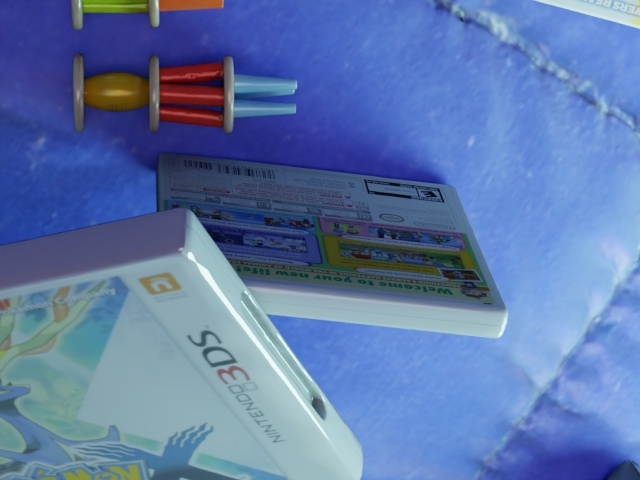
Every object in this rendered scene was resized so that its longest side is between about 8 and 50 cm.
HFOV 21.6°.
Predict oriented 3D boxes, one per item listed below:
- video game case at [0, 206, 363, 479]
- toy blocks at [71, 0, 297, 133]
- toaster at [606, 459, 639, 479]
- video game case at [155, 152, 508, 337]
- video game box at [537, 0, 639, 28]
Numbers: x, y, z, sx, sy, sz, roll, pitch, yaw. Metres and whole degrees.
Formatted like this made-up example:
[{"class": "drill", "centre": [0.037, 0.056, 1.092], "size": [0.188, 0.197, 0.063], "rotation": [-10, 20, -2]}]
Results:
[{"class": "video game case", "centre": [-0.174, 0.102, 1.051], "size": [0.329, 0.036, 0.300], "rotation": [-11, 144, 16]}, {"class": "toy blocks", "centre": [-0.089, -0.131, 1.109], "size": [0.148, 0.054, 0.123], "rotation": [0, 108, -7]}, {"class": "toaster", "centre": [0.254, 0.286, 1.255], "size": [0.185, 0.110, 0.168], "rotation": [35, 101, -16]}, {"class": "video game case", "centre": [0.000, 0.000, 1.088], "size": [0.212, 0.193, 0.023], "rotation": [7, 114, -9]}, {"class": "video game box", "centre": [0.223, -0.236, 1.119], "size": [0.205, 0.048, 0.187], "rotation": [14, 102, -11]}]
